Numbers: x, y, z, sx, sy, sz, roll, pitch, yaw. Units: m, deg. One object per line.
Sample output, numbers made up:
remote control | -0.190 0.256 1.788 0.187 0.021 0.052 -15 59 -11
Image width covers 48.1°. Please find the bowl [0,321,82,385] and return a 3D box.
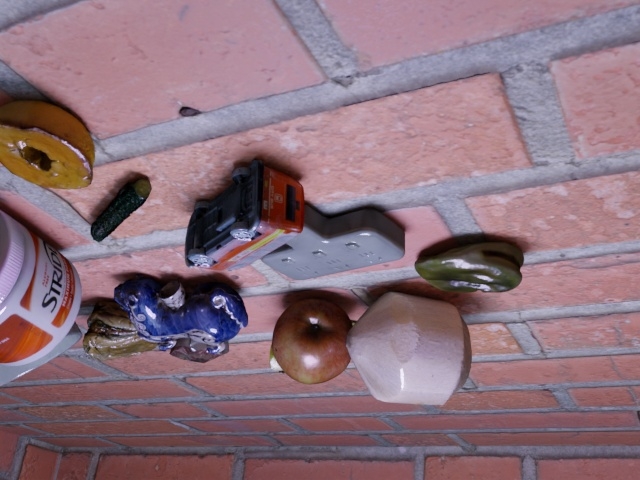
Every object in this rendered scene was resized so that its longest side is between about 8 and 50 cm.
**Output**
bowl | -0.733 0.232 1.675 0.307 0.163 0.307 -31 171 -5

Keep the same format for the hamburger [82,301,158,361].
hamburger | -0.481 0.213 1.769 0.206 0.130 0.183 -6 160 -21

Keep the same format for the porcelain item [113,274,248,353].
porcelain item | -0.307 0.148 1.591 0.288 0.138 0.186 -3 136 26

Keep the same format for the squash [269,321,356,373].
squash | 0.020 0.244 1.722 0.252 0.093 0.169 -3 -163 19

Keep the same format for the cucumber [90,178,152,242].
cucumber | -0.365 -0.049 1.281 0.044 0.043 0.256 25 149 -25

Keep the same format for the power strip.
power strip | 0.000 0.001 1.292 0.265 0.059 0.193 -14 148 36

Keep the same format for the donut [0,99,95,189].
donut | -0.416 -0.144 1.078 0.162 0.065 0.178 11 155 -1

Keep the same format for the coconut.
coconut | 0.179 0.231 1.527 0.265 0.237 0.237 14 152 -14

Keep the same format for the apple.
apple | -0.015 0.221 1.596 0.188 0.188 0.174 5 152 0

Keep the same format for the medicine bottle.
medicine bottle | -0.625 0.089 1.371 0.252 0.252 0.241 -3 153 17

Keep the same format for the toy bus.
toy bus | -0.132 -0.026 1.204 0.120 0.121 0.265 14 153 -31

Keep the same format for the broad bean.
broad bean | 0.271 0.055 1.335 0.206 0.072 0.153 -10 144 29

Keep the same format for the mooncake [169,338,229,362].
mooncake | -0.325 0.287 1.917 0.125 0.073 0.130 24 150 -36
